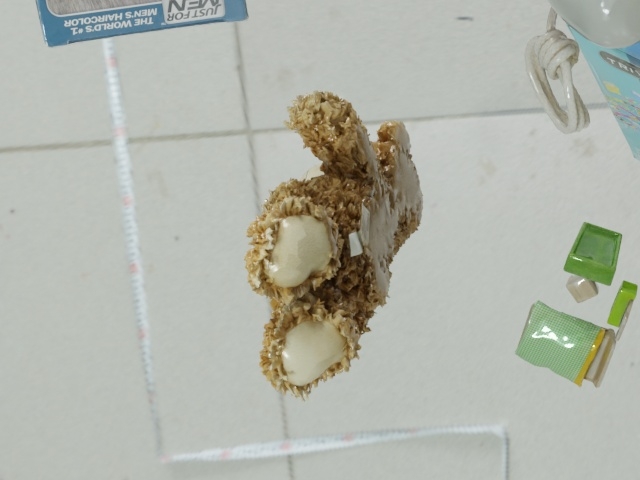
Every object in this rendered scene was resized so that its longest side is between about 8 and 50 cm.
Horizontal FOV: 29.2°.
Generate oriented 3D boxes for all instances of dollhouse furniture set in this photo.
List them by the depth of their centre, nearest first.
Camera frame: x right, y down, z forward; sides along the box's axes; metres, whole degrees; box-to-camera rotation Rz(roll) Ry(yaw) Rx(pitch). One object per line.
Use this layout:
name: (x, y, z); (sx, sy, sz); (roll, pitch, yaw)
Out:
dollhouse furniture set: (0.205, 0.065, 0.986); (0.076, 0.058, 0.152); (20, 125, 11)

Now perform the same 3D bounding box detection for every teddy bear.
teddy bear: (0.000, 0.000, 1.094); (0.113, 0.338, 0.245); (-6, 127, 20)

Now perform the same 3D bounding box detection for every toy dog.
toy dog: (0.217, -0.277, 1.061); (0.161, 0.220, 0.334); (-23, 63, -7)

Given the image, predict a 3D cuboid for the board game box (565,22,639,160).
board game box: (0.420, -0.128, 1.287); (0.254, 0.336, 0.079); (34, 87, 32)

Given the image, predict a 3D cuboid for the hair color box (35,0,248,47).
hair color box: (-0.182, -0.269, 1.148); (0.174, 0.347, 0.105); (-10, 111, -10)
